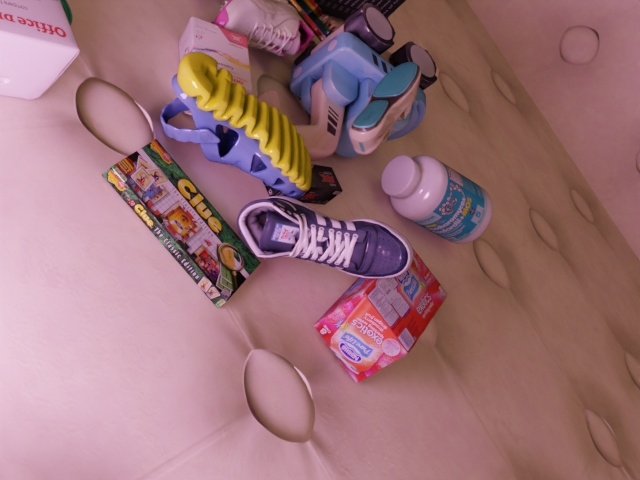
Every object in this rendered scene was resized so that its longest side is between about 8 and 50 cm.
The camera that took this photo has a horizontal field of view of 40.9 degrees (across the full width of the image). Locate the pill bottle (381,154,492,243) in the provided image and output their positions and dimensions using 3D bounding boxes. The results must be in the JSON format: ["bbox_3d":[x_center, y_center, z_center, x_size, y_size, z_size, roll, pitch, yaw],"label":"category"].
[{"bbox_3d":[0.254,-0.097,1.904,0.264,0.146,0.146,24,42,-40],"label":"pill bottle"}]

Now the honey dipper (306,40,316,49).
[{"bbox_3d":[-0.051,-0.489,1.987,0.161,0.030,0.030,56,30,6],"label":"honey dipper"}]

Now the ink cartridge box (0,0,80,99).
[{"bbox_3d":[-0.475,-0.348,1.164,0.201,0.117,0.278,0,60,-54],"label":"ink cartridge box"}]

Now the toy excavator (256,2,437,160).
[{"bbox_3d":[0.037,-0.270,1.743,0.433,0.222,0.445,30,46,-33],"label":"toy excavator"}]

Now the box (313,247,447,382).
[{"bbox_3d":[0.111,0.121,1.508,0.128,0.122,0.257,53,30,-3],"label":"box"}]

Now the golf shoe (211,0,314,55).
[{"bbox_3d":[-0.111,-0.435,1.745,0.140,0.115,0.306,41,31,6],"label":"golf shoe"}]

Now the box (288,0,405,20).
[{"bbox_3d":[0.110,-0.804,2.082,0.471,0.480,0.297,-7,64,-57],"label":"box"}]

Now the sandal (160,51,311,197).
[{"bbox_3d":[-0.143,-0.175,1.440,0.317,0.138,0.126,40,34,-27],"label":"sandal"}]

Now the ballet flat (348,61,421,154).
[{"bbox_3d":[0.130,-0.253,1.670,0.086,0.086,0.248,47,54,-12],"label":"ballet flat"}]

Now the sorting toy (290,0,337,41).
[{"bbox_3d":[-0.007,-0.501,1.958,0.132,0.046,0.274,52,8,11],"label":"sorting toy"}]

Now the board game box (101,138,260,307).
[{"bbox_3d":[-0.206,-0.030,1.311,0.260,0.030,0.136,50,28,-8],"label":"board game box"}]

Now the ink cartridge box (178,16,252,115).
[{"bbox_3d":[-0.188,-0.301,1.545,0.115,0.067,0.198,14,48,-28],"label":"ink cartridge box"}]

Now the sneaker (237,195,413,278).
[{"bbox_3d":[0.000,0.000,1.375,0.282,0.099,0.153,19,11,19],"label":"sneaker"}]

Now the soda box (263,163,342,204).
[{"bbox_3d":[-0.034,-0.108,1.604,0.169,0.053,0.060,2,58,-54],"label":"soda box"}]

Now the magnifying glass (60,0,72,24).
[{"bbox_3d":[-0.442,-0.416,1.372,0.092,0.026,0.231,23,41,-41],"label":"magnifying glass"}]
